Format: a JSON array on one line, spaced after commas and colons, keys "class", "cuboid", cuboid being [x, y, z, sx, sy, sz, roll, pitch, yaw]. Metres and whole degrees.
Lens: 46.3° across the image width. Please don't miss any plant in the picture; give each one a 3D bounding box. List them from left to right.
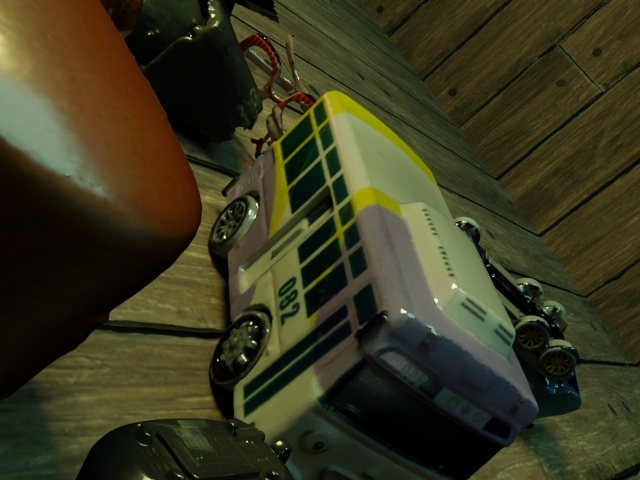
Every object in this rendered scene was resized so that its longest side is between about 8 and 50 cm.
[{"class": "plant", "cuboid": [-0.183, -0.249, 0.994, 0.256, 0.164, 0.142, 50, 18, -30]}]

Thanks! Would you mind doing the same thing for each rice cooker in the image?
[{"class": "rice cooker", "cuboid": [-0.089, 0.177, 0.490, 0.165, 0.106, 0.112, 7, 22, -48]}]

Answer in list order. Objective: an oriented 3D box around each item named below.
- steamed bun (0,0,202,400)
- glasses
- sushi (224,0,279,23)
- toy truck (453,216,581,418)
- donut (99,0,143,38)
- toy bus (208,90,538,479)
[{"class": "steamed bun", "cuboid": [-0.256, -0.096, 0.462, 0.248, 0.235, 0.379, 16, 39, -60]}, {"class": "glasses", "cuboid": [-0.071, -0.207, 1.128, 0.255, 0.162, 0.095, 54, 35, 8]}, {"class": "sushi", "cuboid": [-0.256, -0.388, 1.084, 0.373, 0.100, 0.296, 26, 1, 1]}, {"class": "toy truck", "cuboid": [0.278, 0.133, 1.206, 0.367, 0.175, 0.146, 44, 26, -11]}, {"class": "donut", "cuboid": [-0.280, -0.306, 0.882, 0.184, 0.166, 0.073, 43, 30, 23]}, {"class": "toy bus", "cuboid": [0.040, 0.052, 0.778, 0.209, 0.249, 0.440, 37, 24, -29]}]
